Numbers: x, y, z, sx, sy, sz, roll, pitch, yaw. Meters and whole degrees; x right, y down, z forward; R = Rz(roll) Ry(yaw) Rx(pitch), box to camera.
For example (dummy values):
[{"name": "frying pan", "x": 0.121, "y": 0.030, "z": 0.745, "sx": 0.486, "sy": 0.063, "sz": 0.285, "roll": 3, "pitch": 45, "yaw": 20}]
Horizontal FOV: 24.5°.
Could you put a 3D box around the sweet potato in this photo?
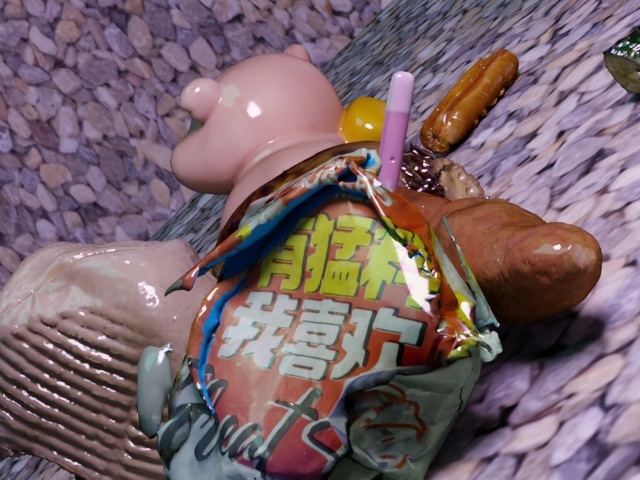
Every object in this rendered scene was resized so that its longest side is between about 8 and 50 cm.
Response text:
[{"name": "sweet potato", "x": 0.122, "y": 0.013, "z": 1.106, "sx": 0.095, "sy": 0.106, "sz": 0.354, "roll": -36, "pitch": 19, "yaw": -11}]

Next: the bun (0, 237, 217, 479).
[{"name": "bun", "x": -0.175, "y": 0.114, "z": 1.353, "sx": 0.281, "sy": 0.281, "sz": 0.205, "roll": -38, "pitch": 5, "yaw": 23}]

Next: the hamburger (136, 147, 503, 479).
[{"name": "hamburger", "x": 0.010, "y": 0.087, "z": 1.053, "sx": 0.260, "sy": 0.150, "sz": 0.276, "roll": 42, "pitch": 100, "yaw": 37}]

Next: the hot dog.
[{"name": "hot dog", "x": 0.173, "y": -0.162, "z": 1.717, "sx": 0.165, "sy": 0.045, "sz": 0.071, "roll": -50, "pitch": 15, "yaw": -30}]

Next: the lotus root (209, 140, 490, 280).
[{"name": "lotus root", "x": 0.000, "y": 0.000, "z": 1.400, "sx": 0.314, "sy": 0.141, "sz": 0.169, "roll": -27, "pitch": 34, "yaw": 18}]

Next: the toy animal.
[{"name": "toy animal", "x": -0.084, "y": -0.092, "z": 1.804, "sx": 0.277, "sy": 0.247, "sz": 0.345, "roll": -39, "pitch": 7, "yaw": 40}]

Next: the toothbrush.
[{"name": "toothbrush", "x": 0.043, "y": 0.010, "z": 1.157, "sx": 0.025, "sy": 0.020, "sz": 0.286, "roll": -140, "pitch": 58, "yaw": -77}]

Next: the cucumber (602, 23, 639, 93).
[{"name": "cucumber", "x": 0.334, "y": -0.204, "z": 1.296, "sx": 0.187, "sy": 0.058, "sz": 0.058, "roll": -42, "pitch": 11, "yaw": -4}]
